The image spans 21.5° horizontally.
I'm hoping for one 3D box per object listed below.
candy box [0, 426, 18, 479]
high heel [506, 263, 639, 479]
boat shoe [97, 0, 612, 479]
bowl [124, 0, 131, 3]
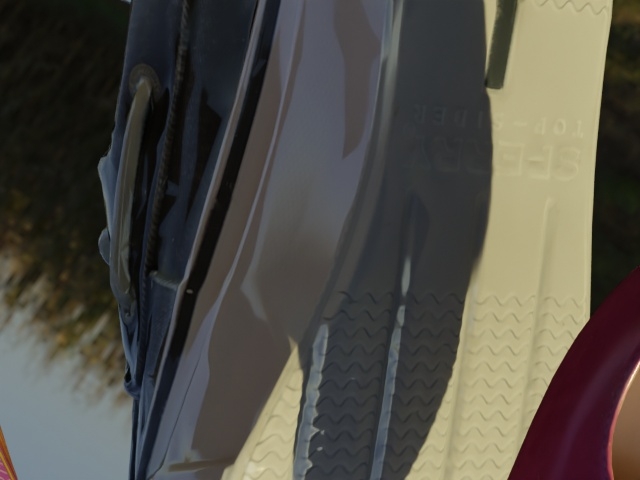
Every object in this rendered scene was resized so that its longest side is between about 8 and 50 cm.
[{"bbox_3d":[-0.119,0.004,0.329,0.187,0.053,0.109,65,-171,26],"label":"candy box"},{"bbox_3d":[0.104,0.023,0.312,0.082,0.244,0.117,46,-163,4],"label":"high heel"},{"bbox_3d":[0.000,0.000,0.457,0.121,0.335,0.119,11,-177,-39],"label":"boat shoe"},{"bbox_3d":[-0.078,-0.203,1.107,0.391,0.077,0.391,24,-166,-6],"label":"bowl"}]
